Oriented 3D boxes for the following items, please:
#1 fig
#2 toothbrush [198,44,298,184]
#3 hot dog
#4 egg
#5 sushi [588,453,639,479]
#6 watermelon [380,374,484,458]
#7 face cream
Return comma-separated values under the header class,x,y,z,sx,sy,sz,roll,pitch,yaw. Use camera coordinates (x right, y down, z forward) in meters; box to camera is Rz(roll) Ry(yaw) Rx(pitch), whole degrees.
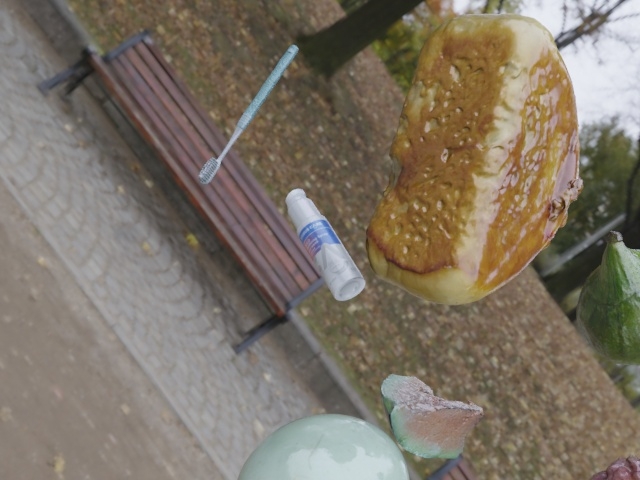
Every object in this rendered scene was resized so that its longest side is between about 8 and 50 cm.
class,x,y,z,sx,sy,sz,roll,pitch,yaw
fig,0.501,0.084,1.458,0.235,0.203,0.203,45,9,-31
toothbrush,-0.070,-0.125,0.855,0.011,0.167,0.014,30,-9,22
hot dog,0.148,-0.067,0.799,0.150,0.256,0.153,19,4,39
egg,0.004,0.240,0.826,0.192,0.149,0.149,-5,53,-49
sushi,0.438,0.421,1.115,0.270,0.237,0.171,67,31,-24
watermelon,0.105,0.180,0.945,0.155,0.080,0.101,6,46,-47
face cream,0.000,0.000,0.854,0.130,0.034,0.034,59,7,34
